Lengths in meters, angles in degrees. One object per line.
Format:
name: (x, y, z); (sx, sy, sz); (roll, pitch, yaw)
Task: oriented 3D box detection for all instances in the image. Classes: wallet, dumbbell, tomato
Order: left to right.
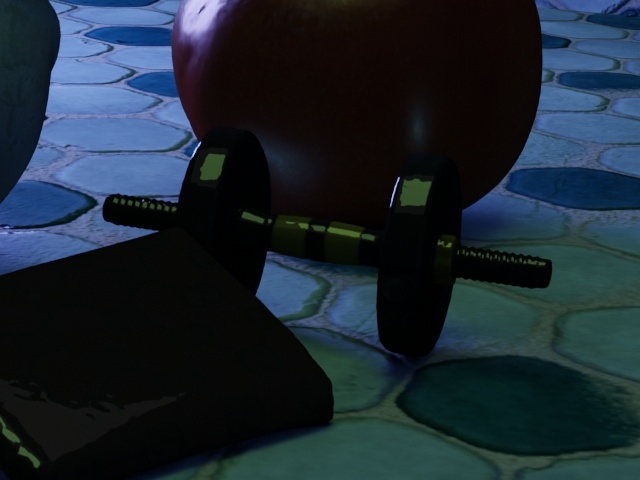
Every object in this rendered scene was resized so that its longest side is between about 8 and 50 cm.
wallet: (-0.125, 0.072, 1.009); (0.229, 0.049, 0.182); (-13, 46, -42)
dumbbell: (0.000, 0.000, 1.174); (0.325, 0.143, 0.143); (8, 17, 14)
tomato: (0.025, -0.147, 1.488); (0.341, 0.273, 0.341); (-10, 14, 3)

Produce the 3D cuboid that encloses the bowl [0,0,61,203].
bowl: (-0.321, -0.059, 1.241); (0.313, 0.146, 0.313); (-20, -18, -7)
